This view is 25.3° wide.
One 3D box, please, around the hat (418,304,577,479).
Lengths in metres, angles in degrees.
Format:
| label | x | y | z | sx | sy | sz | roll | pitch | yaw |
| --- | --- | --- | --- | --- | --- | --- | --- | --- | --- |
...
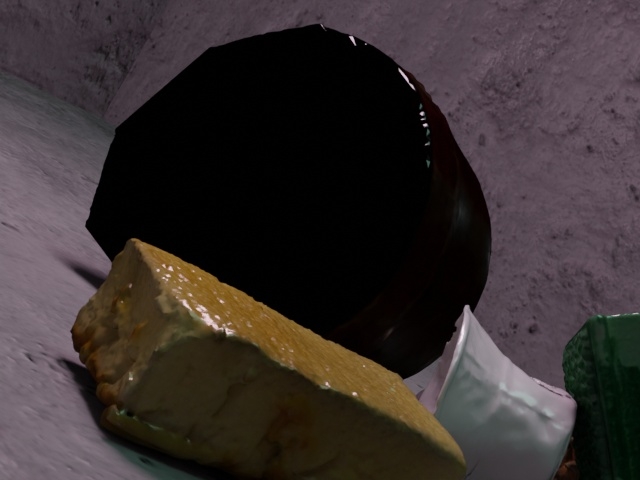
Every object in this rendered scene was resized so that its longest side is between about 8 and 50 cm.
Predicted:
| label | x | y | z | sx | sy | sz | roll | pitch | yaw |
| --- | --- | --- | --- | --- | --- | --- | --- | --- | --- |
| hat | 0.142 | 0.165 | 1.227 | 0.126 | 0.203 | 0.203 | 25 | 3 | 4 |

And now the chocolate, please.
| label | x | y | z | sx | sy | sz | roll | pitch | yaw |
| --- | --- | --- | --- | --- | --- | --- | --- | --- | --- |
| chocolate | 0.000 | 0.000 | 1.532 | 0.383 | 0.384 | 0.331 | 33 | -11 | 31 |

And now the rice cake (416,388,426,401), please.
| label | x | y | z | sx | sy | sz | roll | pitch | yaw |
| --- | --- | --- | --- | --- | --- | --- | --- | --- | --- |
| rice cake | 0.141 | 0.216 | 1.717 | 0.055 | 0.049 | 0.270 | 52 | 4 | -1 |

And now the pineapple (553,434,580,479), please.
| label | x | y | z | sx | sy | sz | roll | pitch | yaw |
| --- | --- | --- | --- | --- | --- | --- | --- | --- | --- |
| pineapple | 0.304 | 0.255 | 1.468 | 0.223 | 0.223 | 0.357 | 30 | -15 | -10 |

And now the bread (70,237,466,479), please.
| label | x | y | z | sx | sy | sz | roll | pitch | yaw |
| --- | --- | --- | --- | --- | --- | --- | --- | --- | --- |
| bread | -0.040 | 0.120 | 1.075 | 0.274 | 0.114 | 0.185 | 28 | 8 | -25 |

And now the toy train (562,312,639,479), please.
| label | x | y | z | sx | sy | sz | roll | pitch | yaw |
| --- | --- | --- | --- | --- | --- | --- | --- | --- | --- |
| toy train | 0.325 | 0.177 | 1.225 | 0.201 | 0.266 | 0.145 | -6 | -16 | -2 |
